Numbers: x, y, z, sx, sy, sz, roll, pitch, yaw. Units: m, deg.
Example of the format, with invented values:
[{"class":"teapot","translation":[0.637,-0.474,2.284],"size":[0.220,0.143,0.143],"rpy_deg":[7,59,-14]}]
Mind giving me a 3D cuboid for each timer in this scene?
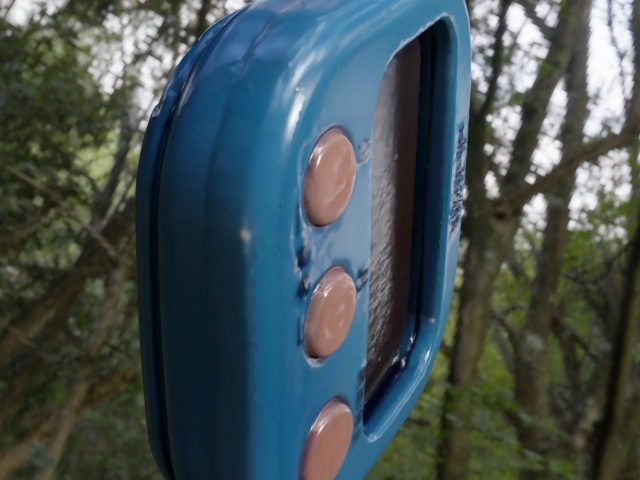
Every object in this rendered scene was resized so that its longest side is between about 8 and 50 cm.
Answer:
[{"class":"timer","translation":[0.000,0.000,0.787],"size":[0.115,0.309,0.340],"rpy_deg":[14,-60,23]}]
